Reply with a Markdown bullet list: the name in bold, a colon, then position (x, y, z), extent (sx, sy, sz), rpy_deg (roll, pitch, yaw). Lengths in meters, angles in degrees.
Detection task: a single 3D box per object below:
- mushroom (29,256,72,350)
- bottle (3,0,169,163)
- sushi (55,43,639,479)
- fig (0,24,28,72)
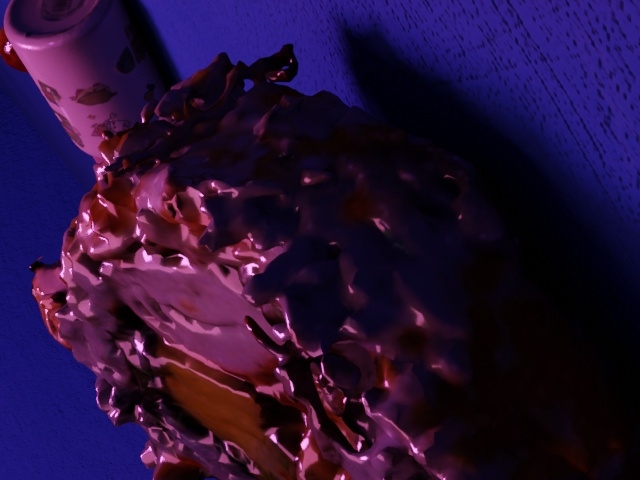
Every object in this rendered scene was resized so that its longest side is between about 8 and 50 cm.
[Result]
- **mushroom**: position (-0.202, 0.098, 1.522), extent (0.345, 0.259, 0.345), rpy_deg (52, 170, 14)
- **bottle**: position (-0.220, -0.154, 1.203), extent (0.120, 0.120, 0.253), rpy_deg (45, 166, 36)
- **sushi**: position (0.007, 0.084, 0.708), extent (0.417, 0.176, 0.417), rpy_deg (32, 152, 19)
- **fig**: position (-0.438, -0.310, 1.749), extent (0.125, 0.089, 0.089), rpy_deg (-105, -8, -48)
